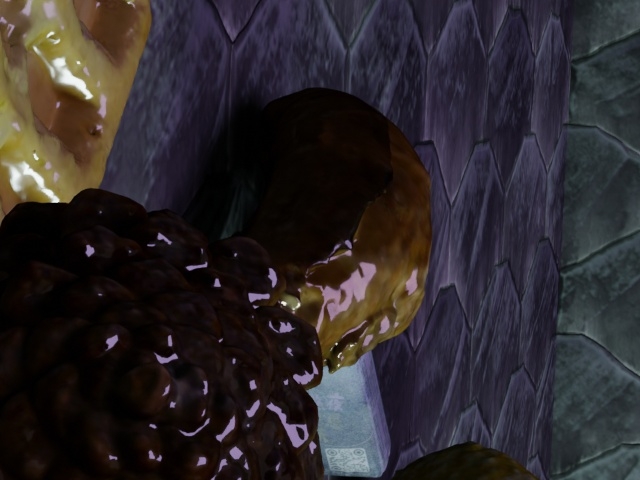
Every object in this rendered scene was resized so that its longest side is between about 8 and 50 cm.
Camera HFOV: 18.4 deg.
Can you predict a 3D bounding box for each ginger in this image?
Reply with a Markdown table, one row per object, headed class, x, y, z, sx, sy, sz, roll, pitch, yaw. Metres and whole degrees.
| class | x | y | z | sx | sy | sz | roll | pitch | yaw |
| --- | --- | --- | --- | --- | --- | --- | --- | --- | --- |
| ginger | 0.000 | 0.000 | 1.485 | 0.321 | 0.172 | 0.165 | -65 | 170 | -54 |

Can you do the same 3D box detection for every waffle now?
| class | x | y | z | sx | sy | sz | roll | pitch | yaw |
| --- | --- | --- | --- | --- | --- | --- | --- | --- | --- |
| waffle | -0.181 | -0.085 | 1.008 | 0.304 | 0.078 | 0.348 | 71 | 27 | -56 |

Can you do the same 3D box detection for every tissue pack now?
| class | x | y | z | sx | sy | sz | roll | pitch | yaw |
| --- | --- | --- | --- | --- | --- | --- | --- | --- | --- |
| tissue pack | -0.008 | 0.127 | 1.592 | 0.156 | 0.112 | 0.051 | 77 | 22 | -45 |

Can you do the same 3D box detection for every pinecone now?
| class | x | y | z | sx | sy | sz | roll | pitch | yaw |
| --- | --- | --- | --- | --- | --- | --- | --- | --- | --- |
| pinecone | -0.101 | 0.090 | 0.866 | 0.202 | 0.201 | 0.229 | 48 | 49 | -33 |

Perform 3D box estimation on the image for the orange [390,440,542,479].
| class | x | y | z | sx | sy | sz | roll | pitch | yaw |
| --- | --- | --- | --- | --- | --- | --- | --- | --- | --- |
| orange | 0.120 | 0.378 | 1.872 | 0.210 | 0.271 | 0.368 | 2 | 90 | -36 |
